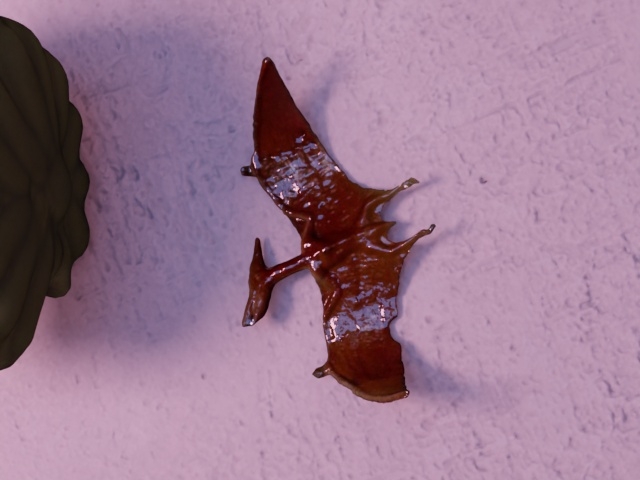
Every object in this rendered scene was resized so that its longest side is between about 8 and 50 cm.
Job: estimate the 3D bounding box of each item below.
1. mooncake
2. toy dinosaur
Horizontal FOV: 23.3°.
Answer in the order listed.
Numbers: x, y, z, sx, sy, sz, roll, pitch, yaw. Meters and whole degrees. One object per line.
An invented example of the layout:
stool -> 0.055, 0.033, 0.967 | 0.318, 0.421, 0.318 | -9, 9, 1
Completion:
mooncake -> -0.341, -0.056, 1.475 | 0.187, 0.351, 0.351 | -3, 83, 14
toy dinosaur -> 0.006, -0.009, 1.510 | 0.206, 0.113, 0.327 | 2, 82, 14
